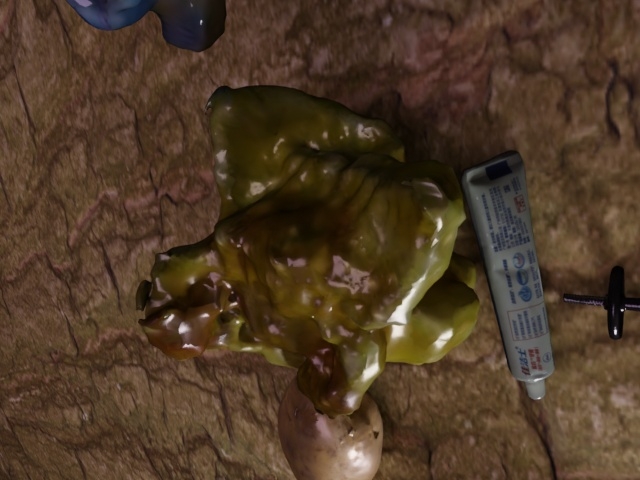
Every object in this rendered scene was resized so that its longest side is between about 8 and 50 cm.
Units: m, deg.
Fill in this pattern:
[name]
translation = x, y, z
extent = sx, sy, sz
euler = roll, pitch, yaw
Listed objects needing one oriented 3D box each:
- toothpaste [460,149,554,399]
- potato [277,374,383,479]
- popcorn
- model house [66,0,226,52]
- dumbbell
[toothpaste]
translation = 0.201, 0.045, 0.541
extent = 0.069, 0.047, 0.269
euler = -14, 105, 7
[potato]
translation = 0.018, 0.274, 0.728
extent = 0.161, 0.128, 0.235
euler = 9, 118, 49
[popcorn]
translation = 0.010, -0.006, 0.521
extent = 0.321, 0.290, 0.326
euler = -32, 92, 29
[model house]
translation = 0.002, -0.357, 0.369
extent = 0.444, 0.395, 0.400
euler = 15, 133, 12
[dumbbell]
translation = 0.299, 0.059, 0.472
extent = 0.147, 0.069, 0.070
euler = 2, 109, 34
